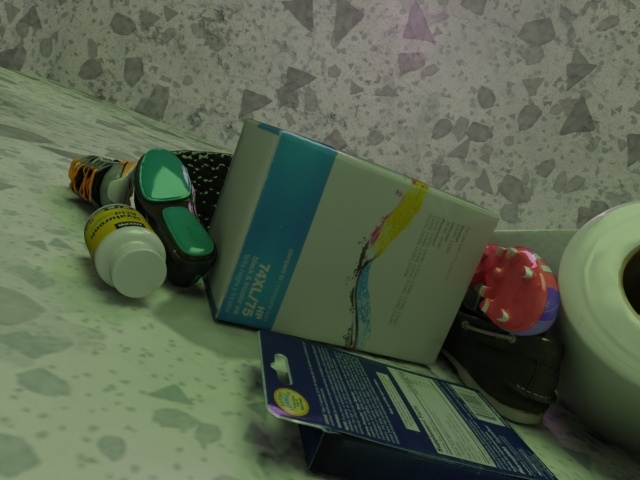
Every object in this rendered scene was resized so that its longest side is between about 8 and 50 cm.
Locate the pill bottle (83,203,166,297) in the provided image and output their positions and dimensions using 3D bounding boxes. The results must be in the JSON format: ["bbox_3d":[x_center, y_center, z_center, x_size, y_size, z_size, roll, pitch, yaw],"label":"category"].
[{"bbox_3d":[-0.189,0.010,0.493,0.065,0.065,0.116,13,13,-37],"label":"pill bottle"}]

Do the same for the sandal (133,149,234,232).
[{"bbox_3d":[-0.068,-0.054,0.793,0.445,0.168,0.107,5,-14,-35],"label":"sandal"}]

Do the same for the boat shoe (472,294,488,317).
[{"bbox_3d":[0.240,0.096,0.721,0.049,0.137,0.043,-1,23,-18],"label":"boat shoe"}]

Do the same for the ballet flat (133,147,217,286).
[{"bbox_3d":[-0.176,-0.025,0.588,0.074,0.074,0.203,12,35,-43],"label":"ballet flat"}]

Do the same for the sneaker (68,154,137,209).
[{"bbox_3d":[-0.306,-0.078,0.701,0.083,0.084,0.215,12,4,-28],"label":"sneaker"}]

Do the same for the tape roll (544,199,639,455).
[{"bbox_3d":[0.383,0.097,0.552,0.246,0.246,0.169,28,-24,34],"label":"tape roll"}]

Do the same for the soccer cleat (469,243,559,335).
[{"bbox_3d":[0.221,0.053,0.558,0.095,0.083,0.248,25,7,0],"label":"soccer cleat"}]

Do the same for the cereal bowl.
[{"bbox_3d":[0.298,0.057,0.874,0.338,0.141,0.339,-2,-1,0],"label":"cereal bowl"}]

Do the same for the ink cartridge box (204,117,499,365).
[{"bbox_3d":[0.021,-0.003,0.606,0.270,0.197,0.198,17,10,-22],"label":"ink cartridge box"}]

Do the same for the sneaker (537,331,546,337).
[{"bbox_3d":[0.355,0.168,0.716,0.222,0.083,0.118,17,11,-29],"label":"sneaker"}]

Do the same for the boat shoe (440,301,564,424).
[{"bbox_3d":[0.184,0.104,0.665,0.112,0.096,0.335,16,11,-25],"label":"boat shoe"}]

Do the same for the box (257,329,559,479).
[{"bbox_3d":[0.054,0.138,0.395,0.225,0.037,0.136,20,10,-13],"label":"box"}]
